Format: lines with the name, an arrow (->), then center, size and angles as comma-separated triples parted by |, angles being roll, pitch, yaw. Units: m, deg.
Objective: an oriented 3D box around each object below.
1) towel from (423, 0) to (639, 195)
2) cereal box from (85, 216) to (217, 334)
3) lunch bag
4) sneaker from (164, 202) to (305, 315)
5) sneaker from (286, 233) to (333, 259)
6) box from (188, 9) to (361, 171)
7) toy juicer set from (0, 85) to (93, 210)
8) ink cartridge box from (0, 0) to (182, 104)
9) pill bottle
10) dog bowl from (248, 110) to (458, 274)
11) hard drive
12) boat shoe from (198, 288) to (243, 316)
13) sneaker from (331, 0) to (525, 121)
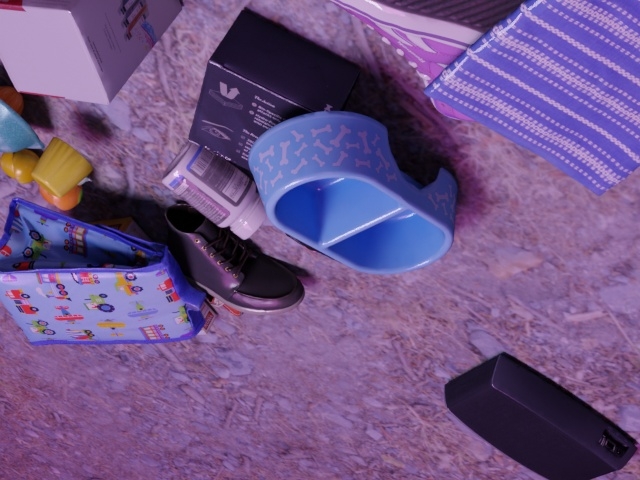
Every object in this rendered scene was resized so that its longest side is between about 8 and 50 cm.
towel -> 0.291, -0.166, 1.012 | 0.243, 0.040, 0.336 | 25, 142, -25
cereal box -> -0.298, 0.064, 1.794 | 0.173, 0.047, 0.240 | -5, 135, 38
lunch bag -> -0.313, 0.070, 1.649 | 0.293, 0.138, 0.221 | 9, 148, 14
sneaker -> -0.129, 0.028, 1.599 | 0.222, 0.083, 0.118 | 18, 145, 15
sneaker -> 0.000, 0.000, 1.514 | 0.119, 0.047, 0.057 | 31, 153, 8
box -> -0.056, -0.156, 1.296 | 0.156, 0.093, 0.158 | 27, 147, 0
toy juicer set -> -0.453, -0.167, 1.583 | 0.329, 0.089, 0.209 | 36, 167, 4
ink cartridge box -> -0.260, -0.258, 1.230 | 0.128, 0.176, 0.127 | 9, 139, 24
pill bottle -> -0.135, -0.067, 1.483 | 0.137, 0.078, 0.078 | 39, 144, -16
dog bowl -> 0.046, -0.043, 1.287 | 0.166, 0.074, 0.297 | -25, 146, 30
hard drive -> 0.315, 0.274, 1.644 | 0.254, 0.054, 0.172 | 34, 146, -10
boat shoe -> -0.164, 0.076, 1.722 | 0.049, 0.043, 0.137 | -10, 133, 39
sneaker -> 0.096, -0.203, 1.129 | 0.282, 0.102, 0.161 | 26, 149, 2
